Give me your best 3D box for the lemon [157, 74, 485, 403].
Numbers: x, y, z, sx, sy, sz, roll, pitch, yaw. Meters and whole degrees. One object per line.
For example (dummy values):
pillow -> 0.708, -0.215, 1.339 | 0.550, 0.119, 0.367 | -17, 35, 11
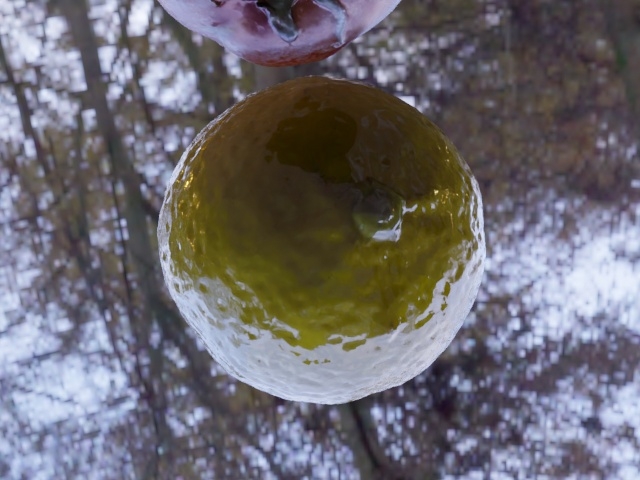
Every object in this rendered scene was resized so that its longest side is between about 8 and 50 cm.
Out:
lemon -> 0.000, 0.000, 1.373 | 0.336, 0.336, 0.336 | -3, -142, 2

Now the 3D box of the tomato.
tomato -> -0.027, -0.258, 1.185 | 0.232, 0.232, 0.189 | -2, -131, 2
